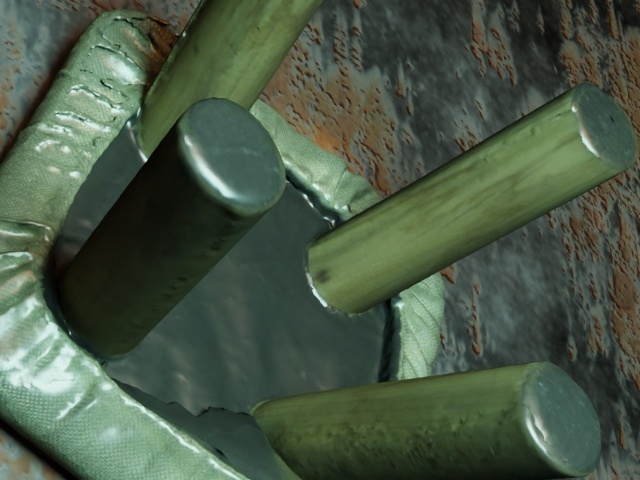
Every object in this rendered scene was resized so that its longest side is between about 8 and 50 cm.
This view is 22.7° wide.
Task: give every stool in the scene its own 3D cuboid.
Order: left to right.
[{"bbox_3d":[0.000,0.000,0.871,0.310,0.226,0.310,39,44,-22],"label":"stool"}]
